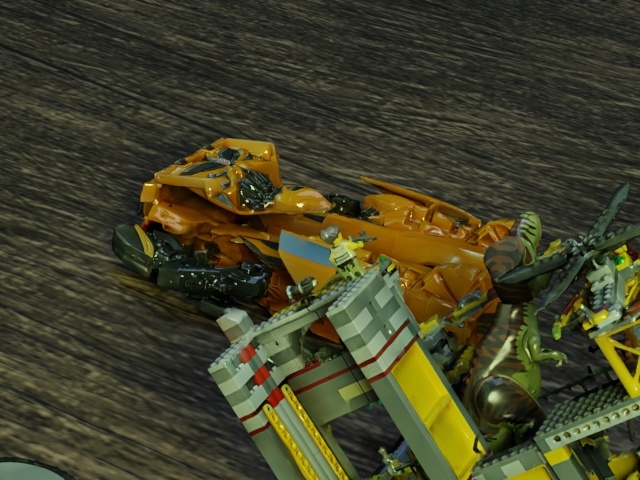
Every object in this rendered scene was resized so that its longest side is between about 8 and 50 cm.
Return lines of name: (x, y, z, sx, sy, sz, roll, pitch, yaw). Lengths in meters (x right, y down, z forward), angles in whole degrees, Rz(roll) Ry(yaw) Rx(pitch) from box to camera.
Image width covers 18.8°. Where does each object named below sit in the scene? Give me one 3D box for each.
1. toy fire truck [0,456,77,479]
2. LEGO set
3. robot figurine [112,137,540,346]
toy fire truck: (-0.203, 0.194, 0.831, 0.217, 0.158, 0.246, 20, 15, 22)
LEGO set: (0.101, 0.039, 1.042, 0.331, 0.192, 0.255, -25, 11, 41)
robot figurine: (0.000, 0.000, 1.383, 0.291, 0.085, 0.211, 18, 24, 19)
